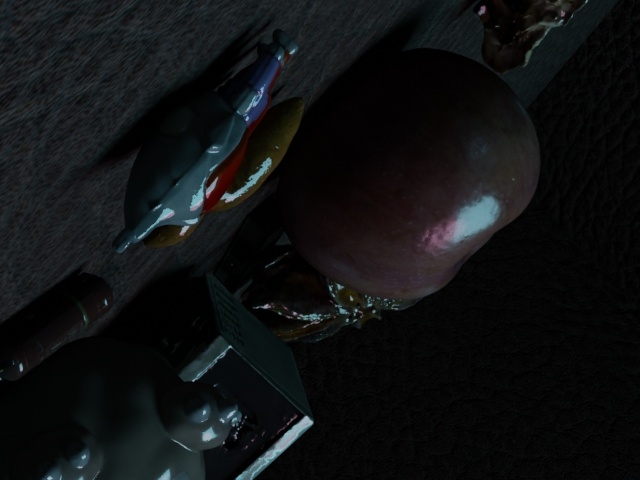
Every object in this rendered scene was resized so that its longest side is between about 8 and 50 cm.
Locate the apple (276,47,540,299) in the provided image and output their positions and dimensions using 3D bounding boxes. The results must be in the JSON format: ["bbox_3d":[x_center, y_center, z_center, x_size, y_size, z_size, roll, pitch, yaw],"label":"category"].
[{"bbox_3d":[0.100,-0.071,1.864,0.306,0.235,0.306,-45,176,-4],"label":"apple"}]

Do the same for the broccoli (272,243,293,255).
[{"bbox_3d":[0.000,0.000,2.299,0.219,0.194,0.194,-21,178,9],"label":"broccoli"}]

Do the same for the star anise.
[{"bbox_3d":[0.035,0.044,2.122,0.331,0.118,0.332,-14,164,-4],"label":"star anise"}]

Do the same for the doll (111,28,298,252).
[{"bbox_3d":[-0.091,-0.074,1.279,0.227,0.075,0.102,-52,-172,-25],"label":"doll"}]

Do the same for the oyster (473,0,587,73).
[{"bbox_3d":[0.294,-0.365,1.934,0.204,0.111,0.396,-62,-175,-36],"label":"oyster"}]

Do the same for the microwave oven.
[{"bbox_3d":[-0.184,0.212,1.943,0.295,0.181,0.237,-44,-158,8],"label":"microwave oven"}]

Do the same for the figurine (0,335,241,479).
[{"bbox_3d":[-0.254,0.211,1.683,0.248,0.203,0.380,-13,175,-31],"label":"figurine"}]

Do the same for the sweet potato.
[{"bbox_3d":[-0.084,-0.061,1.537,0.202,0.058,0.055,-44,-165,-18],"label":"sweet potato"}]

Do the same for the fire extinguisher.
[{"bbox_3d":[-0.253,0.084,1.460,0.078,0.045,0.157,-19,-164,45],"label":"fire extinguisher"}]

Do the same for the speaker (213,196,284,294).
[{"bbox_3d":[-0.089,0.009,2.094,0.046,0.040,0.191,-39,173,-28],"label":"speaker"}]
